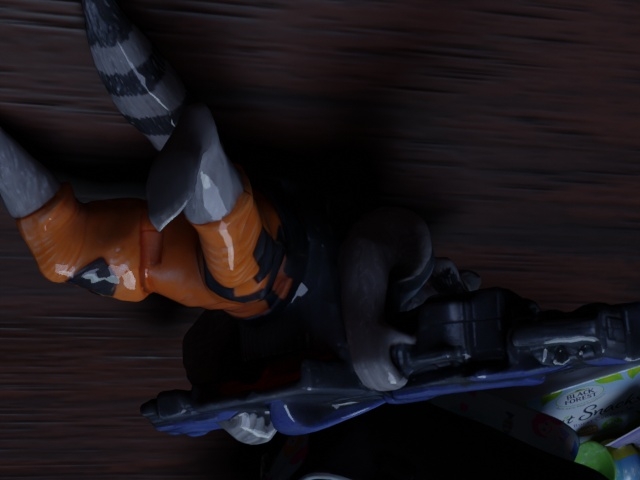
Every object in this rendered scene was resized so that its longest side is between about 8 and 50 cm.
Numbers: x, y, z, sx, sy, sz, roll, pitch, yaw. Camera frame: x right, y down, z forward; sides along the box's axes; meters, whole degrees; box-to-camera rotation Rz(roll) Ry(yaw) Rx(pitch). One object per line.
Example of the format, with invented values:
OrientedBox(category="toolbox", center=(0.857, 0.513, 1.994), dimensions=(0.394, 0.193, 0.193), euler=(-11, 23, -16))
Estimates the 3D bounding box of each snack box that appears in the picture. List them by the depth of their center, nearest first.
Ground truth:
OrientedBox(category="snack box", center=(0.185, 0.116, 1.190), dimensions=(0.141, 0.037, 0.100), euler=(-18, 140, 0))

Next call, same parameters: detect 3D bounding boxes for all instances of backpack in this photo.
OrientedBox(category="backpack", center=(0.056, 0.213, 1.115), dimensions=(0.225, 0.191, 0.253), euler=(22, 127, -3))

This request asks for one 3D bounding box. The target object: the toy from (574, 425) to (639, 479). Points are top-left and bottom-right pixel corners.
OrientedBox(category="toy", center=(0.281, 0.175, 1.238), dimensions=(0.237, 0.056, 0.137), euler=(5, 148, -39))

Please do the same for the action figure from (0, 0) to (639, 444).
OrientedBox(category="action figure", center=(0.000, 0.000, 0.881), dimensions=(0.341, 0.178, 0.330), euler=(-11, 154, 35))
